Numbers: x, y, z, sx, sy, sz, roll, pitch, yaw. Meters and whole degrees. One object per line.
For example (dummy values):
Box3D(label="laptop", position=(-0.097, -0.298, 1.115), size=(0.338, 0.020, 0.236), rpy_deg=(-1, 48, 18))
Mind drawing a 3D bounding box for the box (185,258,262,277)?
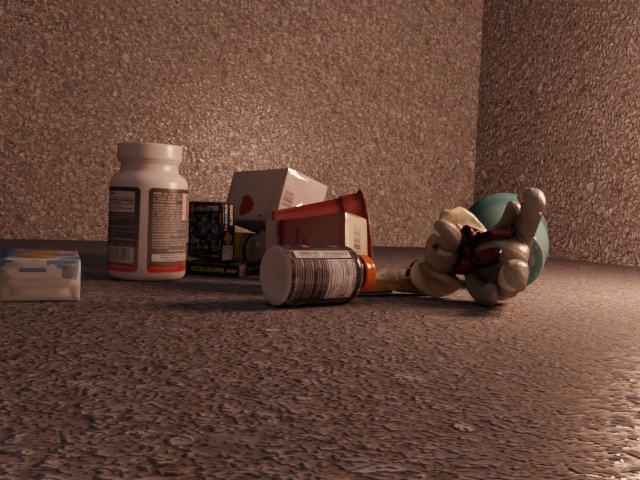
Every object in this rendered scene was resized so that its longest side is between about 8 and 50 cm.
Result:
Box3D(label="box", position=(-0.295, 0.080, 2.103), size=(0.184, 0.045, 0.191), rpy_deg=(1, 3, 16))

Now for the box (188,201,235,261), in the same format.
Box3D(label="box", position=(-0.332, -0.030, 2.092), size=(0.051, 0.175, 0.220), rpy_deg=(-1, 3, -36))

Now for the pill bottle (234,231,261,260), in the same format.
Box3D(label="pill bottle", position=(-0.296, 0.029, 2.387), size=(0.209, 0.119, 0.119), rpy_deg=(4, 3, 30))

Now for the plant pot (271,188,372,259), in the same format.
Box3D(label="plant pot", position=(0.000, 0.000, 2.002), size=(0.265, 0.272, 0.272), rpy_deg=(-6, 3, -3))

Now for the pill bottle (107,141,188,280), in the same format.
Box3D(label="pill bottle", position=(-0.468, -0.078, 1.886), size=(0.210, 0.362, 0.210), rpy_deg=(3, 2, 0))

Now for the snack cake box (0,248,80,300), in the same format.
Box3D(label="snack cake box", position=(-0.599, 0.070, 1.494), size=(0.152, 0.089, 0.264), rpy_deg=(1, 3, -21))

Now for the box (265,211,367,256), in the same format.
Box3D(label="box", position=(-0.010, 0.019, 1.746), size=(0.232, 0.148, 0.127), rpy_deg=(-6, -10, 28))

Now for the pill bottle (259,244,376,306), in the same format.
Box3D(label="pill bottle", position=(0.002, 0.074, 1.503), size=(0.246, 0.130, 0.130), rpy_deg=(1, 3, -36))

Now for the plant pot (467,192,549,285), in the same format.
Box3D(label="plant pot", position=(0.549, 0.018, 2.042), size=(0.272, 0.271, 0.255), rpy_deg=(3, 16, 8))

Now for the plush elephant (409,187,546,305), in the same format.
Box3D(label="plush elephant", position=(0.361, 0.023, 1.652), size=(0.256, 0.271, 0.330), rpy_deg=(16, -23, 12))

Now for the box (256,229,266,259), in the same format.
Box3D(label="box", position=(-0.109, 0.033, 2.260), size=(0.113, 0.094, 0.275), rpy_deg=(7, -5, 16))

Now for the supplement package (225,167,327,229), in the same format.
Box3D(label="supplement package", position=(-0.154, -0.120, 2.243), size=(0.175, 0.177, 0.293), rpy_deg=(22, -13, -40))

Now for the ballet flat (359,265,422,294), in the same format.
Box3D(label="ballet flat", position=(0.180, 0.099, 1.733), size=(0.232, 0.073, 0.080), rpy_deg=(1, 2, -19))

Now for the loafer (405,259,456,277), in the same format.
Box3D(label="loafer", position=(0.321, 0.105, 1.939), size=(0.220, 0.080, 0.078), rpy_deg=(1, 35, -49))
